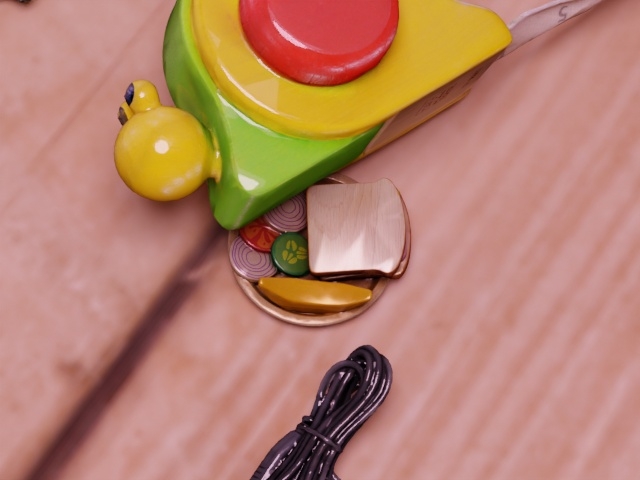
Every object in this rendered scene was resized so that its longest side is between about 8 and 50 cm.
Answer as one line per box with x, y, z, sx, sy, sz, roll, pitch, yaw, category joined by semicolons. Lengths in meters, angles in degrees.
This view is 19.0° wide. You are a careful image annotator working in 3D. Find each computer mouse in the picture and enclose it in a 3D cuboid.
0.059;0.138;0.811;0.193;0.042;0.106;37;69;9;computer mouse

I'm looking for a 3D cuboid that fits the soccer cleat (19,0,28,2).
-0.119;-0.166;0.911;0.179;0.060;0.072;-23;63;-20;soccer cleat

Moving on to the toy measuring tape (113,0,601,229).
0.036;-0.117;0.879;0.330;0.121;0.121;-31;74;-25;toy measuring tape

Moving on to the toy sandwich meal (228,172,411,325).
0.000;0.000;0.866;0.085;0.029;0.086;2;68;-5;toy sandwich meal
